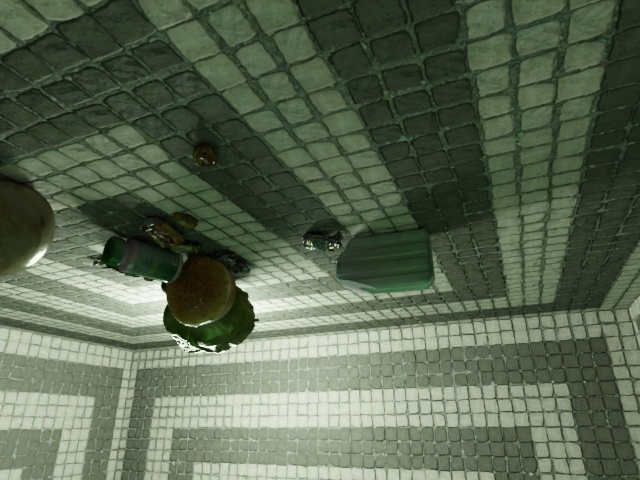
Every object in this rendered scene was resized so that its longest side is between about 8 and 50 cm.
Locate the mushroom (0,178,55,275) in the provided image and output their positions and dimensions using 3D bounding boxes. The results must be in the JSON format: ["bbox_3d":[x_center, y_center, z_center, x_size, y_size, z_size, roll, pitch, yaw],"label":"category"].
[{"bbox_3d":[-0.953,-0.053,1.283,0.290,0.298,0.297,30,177,36],"label":"mushroom"}]

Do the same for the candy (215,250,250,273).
[{"bbox_3d":[-0.364,0.096,1.849,0.093,0.051,0.226,4,157,18],"label":"candy"}]

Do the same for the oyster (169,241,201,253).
[{"bbox_3d":[-0.528,0.021,1.691,0.132,0.029,0.086,15,147,-26],"label":"oyster"}]

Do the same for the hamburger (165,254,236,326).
[{"bbox_3d":[-0.489,0.207,1.799,0.301,0.302,0.170,-8,169,18],"label":"hamburger"}]

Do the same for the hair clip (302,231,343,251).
[{"bbox_3d":[0.000,0.000,1.636,0.172,0.049,0.116,-1,145,22],"label":"hair clip"}]

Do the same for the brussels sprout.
[{"bbox_3d":[-0.539,0.342,2.072,0.425,0.343,0.361,-20,134,28],"label":"brussels sprout"}]

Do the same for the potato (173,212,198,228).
[{"bbox_3d":[-0.446,-0.065,1.477,0.036,0.037,0.093,-25,146,36],"label":"potato"}]

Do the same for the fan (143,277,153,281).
[{"bbox_3d":[-0.697,0.079,1.776,0.152,0.008,0.227,-32,139,-2],"label":"fan"}]

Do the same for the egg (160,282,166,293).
[{"bbox_3d":[-0.701,0.207,2.053,0.085,0.085,0.110,13,151,-28],"label":"egg"}]

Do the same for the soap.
[{"bbox_3d":[0.237,0.086,1.621,0.346,0.208,0.115,-8,156,17],"label":"soap"}]

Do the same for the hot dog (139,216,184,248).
[{"bbox_3d":[-0.558,-0.024,1.549,0.108,0.059,0.191,-7,154,6],"label":"hot dog"}]

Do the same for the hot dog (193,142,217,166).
[{"bbox_3d":[-0.294,-0.214,1.125,0.058,0.035,0.083,-3,157,-4],"label":"hot dog"}]

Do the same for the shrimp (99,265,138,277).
[{"bbox_3d":[-0.783,0.109,1.808,0.232,0.090,0.079,-2,-178,-33],"label":"shrimp"}]

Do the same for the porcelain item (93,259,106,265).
[{"bbox_3d":[-0.893,0.097,1.874,0.136,0.021,0.075,-8,160,19],"label":"porcelain item"}]

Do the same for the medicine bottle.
[{"bbox_3d":[-0.677,0.071,1.675,0.133,0.134,0.274,-19,150,37],"label":"medicine bottle"}]
